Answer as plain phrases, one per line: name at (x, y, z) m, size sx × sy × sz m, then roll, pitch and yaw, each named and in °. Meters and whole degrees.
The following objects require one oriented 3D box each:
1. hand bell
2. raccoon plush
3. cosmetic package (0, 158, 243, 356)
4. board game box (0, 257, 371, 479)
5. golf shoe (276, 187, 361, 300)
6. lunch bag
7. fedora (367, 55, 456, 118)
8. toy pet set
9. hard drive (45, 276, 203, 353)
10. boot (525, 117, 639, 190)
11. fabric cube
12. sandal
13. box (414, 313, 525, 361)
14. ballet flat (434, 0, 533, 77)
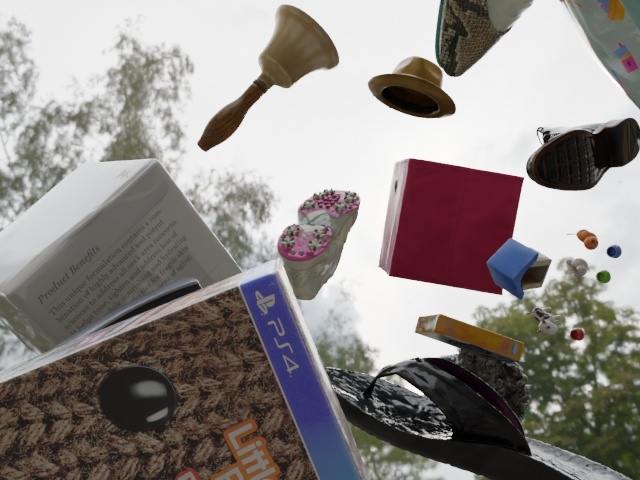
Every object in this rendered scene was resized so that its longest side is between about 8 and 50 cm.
hand bell at (-0.095, -0.222, 1.059) m, size 0.242 × 0.126 × 0.126 m, roll -50°, pitch -40°, yaw -12°
raccoon plush at (0.351, 0.452, 1.566) m, size 0.216 × 0.299 × 0.446 m, roll -11°, pitch -62°, yaw 39°
cosmetic package at (-0.369, 0.101, 1.307) m, size 0.328 × 0.329 × 0.393 m, roll 6°, pitch -44°, yaw 50°
board game box at (-0.122, 0.176, 0.541) m, size 0.291 × 0.232 × 0.141 m, roll -23°, pitch 3°, yaw -1°
golf shoe at (0.000, 0.000, 1.406) m, size 0.115 × 0.306 × 0.140 m, roll 10°, pitch -57°, yaw 21°
lunch bag at (0.333, -0.238, 0.707) m, size 0.160 × 0.262 × 0.223 m, roll -29°, pitch -76°, yaw 29°
fedora at (0.186, -0.305, 1.386) m, size 0.195 × 0.079 × 0.194 m, roll 18°, pitch -7°, yaw 2°
toy pet set at (0.251, 0.040, 0.796) m, size 0.065 × 0.114 × 0.122 m, roll -4°, pitch -62°, yaw -36°
hard drive at (-0.234, 0.164, 0.969) m, size 0.255 × 0.172 × 0.054 m, roll -31°, pitch -1°, yaw -38°
boot at (0.314, -0.109, 0.928) m, size 0.219 × 0.082 × 0.106 m, roll -17°, pitch 13°, yaw -34°
fabric cube at (0.282, -0.034, 1.606) m, size 0.259 × 0.258 × 0.254 m, roll 10°, pitch 3°, yaw -2°
sandal at (0.204, 0.228, 0.913) m, size 0.446 × 0.106 × 0.167 m, roll 20°, pitch 5°, yaw 7°
box at (0.200, 0.130, 0.929) m, size 0.136 × 0.028 × 0.081 m, roll 18°, pitch -11°, yaw -9°
ballet flat at (0.306, -0.504, 1.148) m, size 0.164 × 0.182 × 0.482 m, roll -7°, pitch -70°, yaw -50°
